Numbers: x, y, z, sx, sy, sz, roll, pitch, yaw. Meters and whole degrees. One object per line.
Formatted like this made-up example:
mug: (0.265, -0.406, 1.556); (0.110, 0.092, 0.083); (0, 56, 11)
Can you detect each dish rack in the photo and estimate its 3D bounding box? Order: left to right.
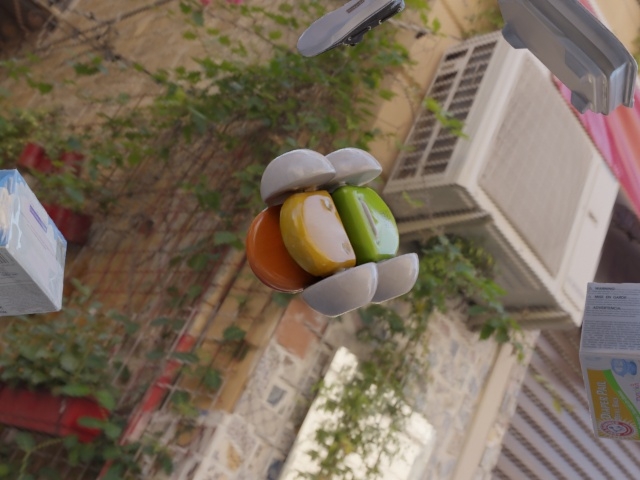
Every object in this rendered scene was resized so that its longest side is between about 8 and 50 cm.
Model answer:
dish rack: (0.363, -0.311, 1.314); (0.285, 0.072, 0.333); (50, 11, 15)

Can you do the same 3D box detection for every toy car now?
toy car: (0.000, 0.000, 0.842); (0.136, 0.182, 0.159); (-28, -100, 36)

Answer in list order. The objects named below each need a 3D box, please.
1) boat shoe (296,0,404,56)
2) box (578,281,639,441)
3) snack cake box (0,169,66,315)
boat shoe: (0.064, -0.417, 1.648); (0.076, 0.228, 0.080); (49, 7, -42)
box: (0.383, 0.152, 1.022); (0.114, 0.103, 0.203); (0, -40, 25)
snack cake box: (-0.409, 0.014, 0.848); (0.264, 0.089, 0.152); (-4, -27, 1)
